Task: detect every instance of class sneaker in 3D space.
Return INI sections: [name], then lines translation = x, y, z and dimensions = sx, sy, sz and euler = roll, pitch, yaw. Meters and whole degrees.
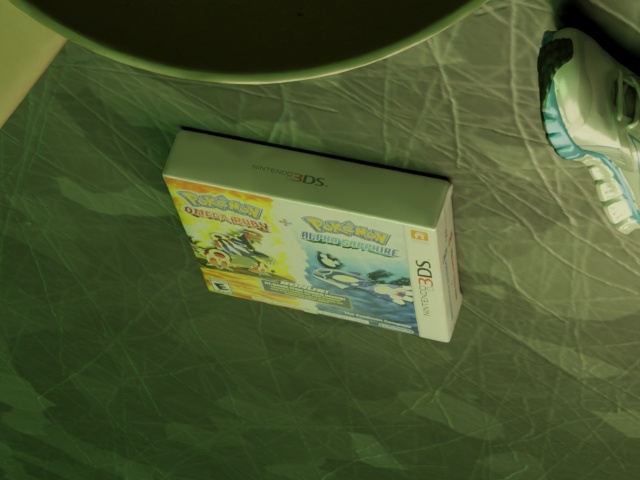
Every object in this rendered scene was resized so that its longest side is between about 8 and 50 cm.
[sneaker]
translation = 0.186, -0.068, 0.921
dimensions = 0.083, 0.071, 0.190
euler = -6, 154, 30

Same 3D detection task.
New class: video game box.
[video game box]
translation = 0.000, 0.000, 1.194
dimensions = 0.205, 0.048, 0.187
euler = 11, 151, 14

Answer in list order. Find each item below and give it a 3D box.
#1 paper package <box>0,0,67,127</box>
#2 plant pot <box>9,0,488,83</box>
[paper package]
translation = -0.279, -0.199, 0.838
dimensions = 0.325, 0.168, 0.309
euler = 27, 154, -17
[plant pot]
translation = -0.042, -0.219, 0.574
dimensions = 0.284, 0.284, 0.191
euler = 35, -175, -32
